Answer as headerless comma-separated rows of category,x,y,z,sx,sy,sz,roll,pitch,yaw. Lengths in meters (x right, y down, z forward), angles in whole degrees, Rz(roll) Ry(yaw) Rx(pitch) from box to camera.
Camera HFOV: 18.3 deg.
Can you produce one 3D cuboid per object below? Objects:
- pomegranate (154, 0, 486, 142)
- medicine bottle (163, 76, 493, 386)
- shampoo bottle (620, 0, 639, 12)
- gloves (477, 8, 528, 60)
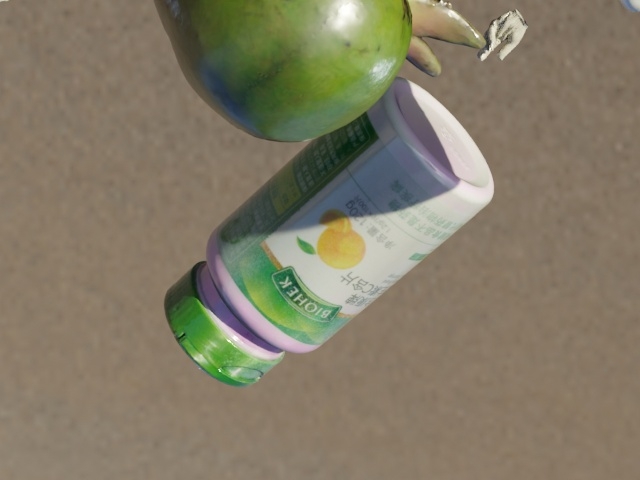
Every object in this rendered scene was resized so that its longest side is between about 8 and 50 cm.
pomegranate,0.003,-0.131,1.111,0.191,0.152,0.131,-1,144,-36
medicine bottle,0.000,0.000,1.605,0.274,0.133,0.133,-41,142,23
shampoo bottle,0.301,-0.329,1.851,0.108,0.220,0.051,-21,-168,-31
gloves,0.208,-0.231,2.234,0.081,0.037,0.044,-41,115,6
